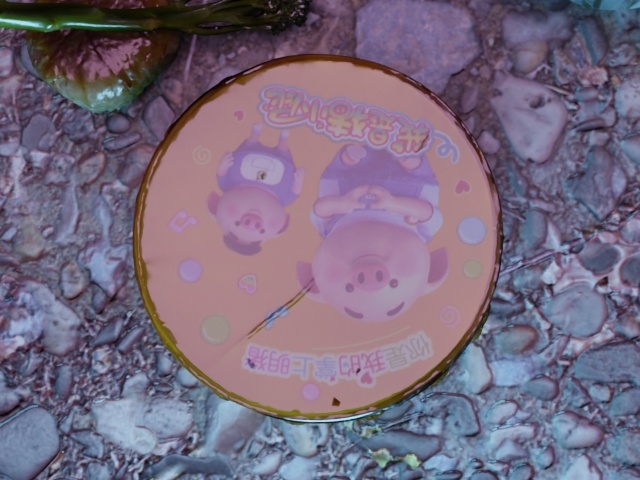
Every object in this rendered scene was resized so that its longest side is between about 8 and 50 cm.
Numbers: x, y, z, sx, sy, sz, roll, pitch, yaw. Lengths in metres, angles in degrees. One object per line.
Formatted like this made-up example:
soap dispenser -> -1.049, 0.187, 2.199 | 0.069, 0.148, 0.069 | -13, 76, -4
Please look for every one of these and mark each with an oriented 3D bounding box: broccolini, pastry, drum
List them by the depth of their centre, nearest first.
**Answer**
drum -> 0.000, 0.000, 1.425 | 0.431, 0.214, 0.431 | 0, 87, 6
broccolini -> -0.197, -0.290, 1.455 | 0.392, 0.074, 0.078 | -2, 125, -22
pastry -> -0.275, -0.264, 1.521 | 0.182, 0.093, 0.192 | 43, 91, 7

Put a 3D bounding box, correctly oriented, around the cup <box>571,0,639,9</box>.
cup -> 0.357, -0.405, 1.406 | 0.347, 0.163, 0.347 | -16, 60, 28
